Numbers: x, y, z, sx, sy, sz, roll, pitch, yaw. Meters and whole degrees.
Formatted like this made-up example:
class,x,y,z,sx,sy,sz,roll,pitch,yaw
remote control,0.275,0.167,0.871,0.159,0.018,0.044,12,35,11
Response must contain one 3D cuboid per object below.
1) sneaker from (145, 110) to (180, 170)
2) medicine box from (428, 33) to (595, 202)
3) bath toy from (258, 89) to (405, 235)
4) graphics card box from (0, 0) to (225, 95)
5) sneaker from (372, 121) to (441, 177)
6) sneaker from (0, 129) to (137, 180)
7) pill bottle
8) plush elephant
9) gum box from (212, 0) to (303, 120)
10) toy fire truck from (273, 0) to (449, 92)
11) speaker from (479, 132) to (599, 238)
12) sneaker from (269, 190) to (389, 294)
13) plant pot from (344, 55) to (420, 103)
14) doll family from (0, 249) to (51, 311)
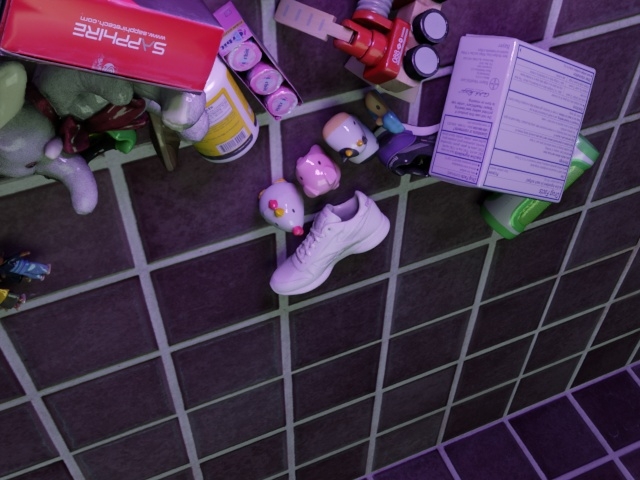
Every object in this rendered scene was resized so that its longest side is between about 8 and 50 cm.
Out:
class,x,y,z,sx,sy,sz,roll,pitch,yaw
sneaker,-0.259,-0.199,1.314,0.071,0.066,0.188,-24,144,-16
medicine box,0.386,-0.239,1.531,0.263,0.149,0.289,6,101,-38
bath toy,0.013,-0.142,1.507,0.348,0.129,0.151,-43,141,17
graphics card box,-0.287,-0.323,0.903,0.232,0.371,0.094,5,126,-36
sneaker,0.246,-0.179,1.618,0.283,0.124,0.107,-8,138,-27
sneaker,-0.448,-0.151,1.160,0.343,0.146,0.134,-23,156,-8
pill bottle,-0.190,-0.232,1.232,0.119,0.119,0.208,-30,144,0
plush elephant,-0.336,-0.163,1.006,0.330,0.272,0.255,35,88,-14
gum box,-0.109,-0.293,1.269,0.062,0.107,0.188,-35,143,7
toy fire truck,0.073,-0.383,1.254,0.246,0.158,0.217,19,82,-25
speaker,0.530,-0.142,1.849,0.131,0.131,0.296,19,121,-45
sneaker,0.000,0.000,1.698,0.305,0.114,0.152,-36,129,1
plant pot,0.130,-0.328,1.396,0.109,0.109,0.096,12,114,-41
doll family,-0.591,0.074,1.405,0.111,0.076,0.193,26,111,-43
